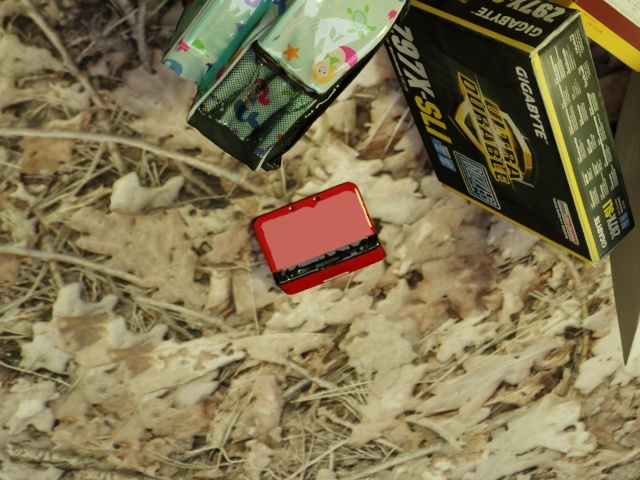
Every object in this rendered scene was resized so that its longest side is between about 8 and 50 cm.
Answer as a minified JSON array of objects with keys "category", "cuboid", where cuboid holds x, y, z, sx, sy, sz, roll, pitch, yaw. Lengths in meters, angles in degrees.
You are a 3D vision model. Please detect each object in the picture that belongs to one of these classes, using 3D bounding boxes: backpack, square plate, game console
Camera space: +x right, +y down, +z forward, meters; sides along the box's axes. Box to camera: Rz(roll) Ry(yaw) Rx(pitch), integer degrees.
[{"category":"backpack","cuboid":[-0.025,-0.225,1.243,0.191,0.225,0.253,42,122,-18]},{"category":"square plate","cuboid":[0.388,-0.092,1.410,0.049,0.344,0.347,6,131,2]},{"category":"game console","cuboid":[0.000,0.000,1.607,0.144,0.085,0.124,-21,165,4]}]

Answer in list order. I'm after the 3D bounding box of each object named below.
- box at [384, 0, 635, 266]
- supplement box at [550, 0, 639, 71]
[{"category":"box","cuboid":[0.198,-0.145,1.364,0.079,0.257,0.322,-41,135,-14]},{"category":"supplement box","cuboid":[0.323,-0.322,1.283,0.129,0.191,0.194,26,120,-34]}]
